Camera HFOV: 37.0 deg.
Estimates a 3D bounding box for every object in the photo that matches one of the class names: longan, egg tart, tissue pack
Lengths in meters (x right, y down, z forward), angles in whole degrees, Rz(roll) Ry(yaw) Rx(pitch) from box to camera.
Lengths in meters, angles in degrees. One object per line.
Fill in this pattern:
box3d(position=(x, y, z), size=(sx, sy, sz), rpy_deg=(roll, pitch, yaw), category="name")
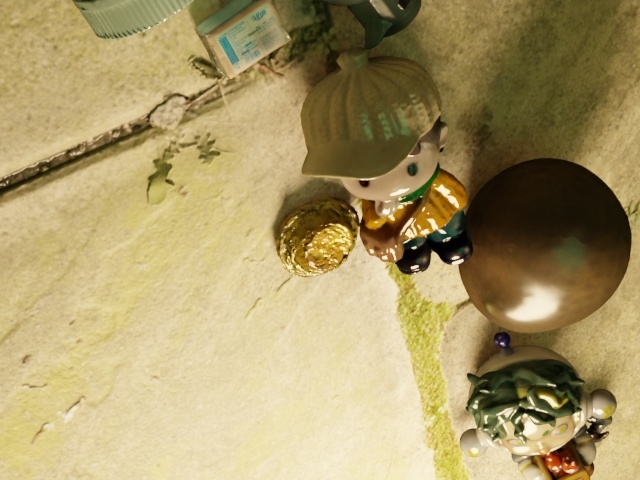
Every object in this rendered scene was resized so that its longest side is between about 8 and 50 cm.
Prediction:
box3d(position=(0.320, 0.010, 1.387), size=(0.258, 0.258, 0.258), rpy_deg=(-13, 120, -23), category="longan")
box3d(position=(0.000, 0.000, 1.330), size=(0.130, 0.052, 0.130), rpy_deg=(-12, 122, -20), category="egg tart")
box3d(position=(-0.094, -0.247, 1.144), size=(0.094, 0.059, 0.074), rpy_deg=(-34, 124, -9), category="tissue pack")

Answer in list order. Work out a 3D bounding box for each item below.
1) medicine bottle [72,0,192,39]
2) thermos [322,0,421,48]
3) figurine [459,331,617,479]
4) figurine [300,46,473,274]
box3d(position=(-0.244, -0.371, 0.937), size=(0.158, 0.158, 0.318), rpy_deg=(-37, 127, -7), category="medicine bottle")
box3d(position=(0.020, -0.369, 1.104), size=(0.286, 0.145, 0.182), rpy_deg=(44, 56, -39), category="thermos")
box3d(position=(0.367, 0.314, 1.616), size=(0.261, 0.186, 0.382), rpy_deg=(-32, 132, 2), category="figurine")
box3d(position=(0.094, -0.105, 1.266), size=(0.185, 0.204, 0.332), rpy_deg=(-17, 150, 16), category="figurine")
